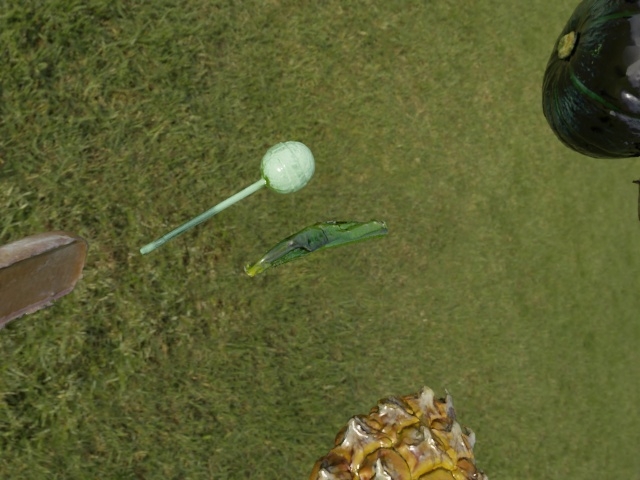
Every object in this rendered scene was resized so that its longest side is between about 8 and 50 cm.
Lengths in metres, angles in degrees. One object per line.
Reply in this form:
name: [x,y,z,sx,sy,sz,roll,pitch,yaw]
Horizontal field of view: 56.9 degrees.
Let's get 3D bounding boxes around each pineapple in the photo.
pineapple: [0.080,0.289,0.663,0.335,0.158,0.161,-37,121,-23]

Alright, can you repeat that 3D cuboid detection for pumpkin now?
pumpkin: [0.427,-0.217,0.766,0.248,0.248,0.247,14,71,-46]

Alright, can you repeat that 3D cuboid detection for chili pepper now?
chili pepper: [0.000,0.000,1.177,0.359,0.085,0.076,-14,107,-45]

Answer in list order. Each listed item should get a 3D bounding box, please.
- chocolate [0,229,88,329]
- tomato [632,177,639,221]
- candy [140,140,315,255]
chocolate: [-0.513,0.058,0.978,0.083,0.161,0.261,37,29,13]
tomato: [0.564,-0.008,0.812,0.309,0.170,0.308,-16,90,-70]
candy: [-0.205,-0.086,1.328,0.440,0.119,0.119,-32,109,-10]
